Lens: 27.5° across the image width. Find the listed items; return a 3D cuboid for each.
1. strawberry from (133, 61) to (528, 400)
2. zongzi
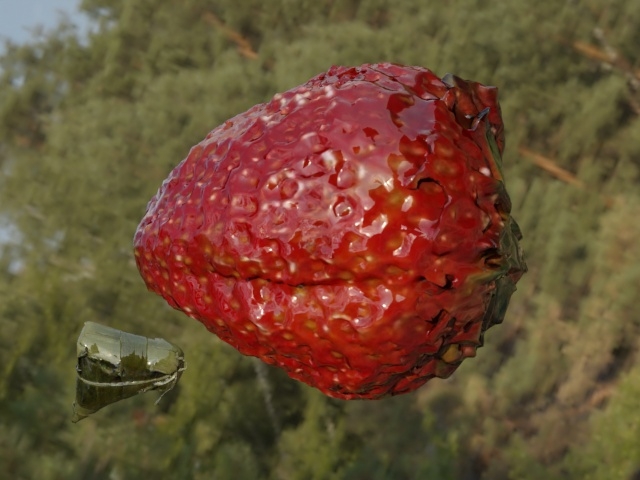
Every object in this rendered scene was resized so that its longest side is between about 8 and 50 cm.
[{"bbox_3d":[0.000,0.000,0.949,0.238,0.289,0.250,-57,-35,-66],"label":"strawberry"},{"bbox_3d":[-0.187,0.143,1.281,0.055,0.109,0.119,-76,-3,-57],"label":"zongzi"}]
